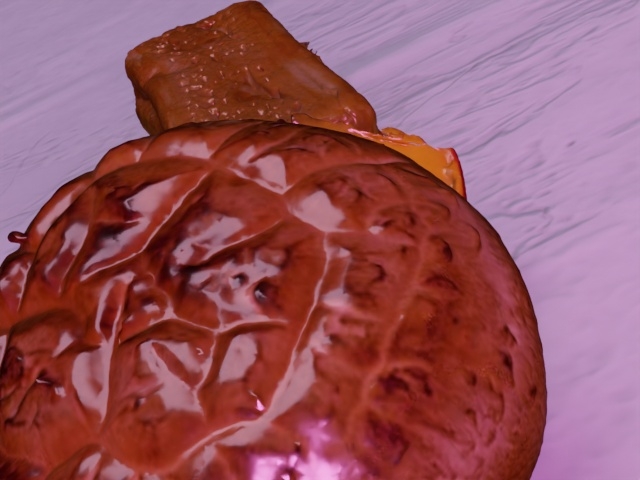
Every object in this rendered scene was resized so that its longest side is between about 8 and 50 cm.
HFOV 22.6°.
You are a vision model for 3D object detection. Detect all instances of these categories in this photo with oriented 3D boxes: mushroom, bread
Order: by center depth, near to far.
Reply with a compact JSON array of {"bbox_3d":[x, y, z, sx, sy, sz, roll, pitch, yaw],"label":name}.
[{"bbox_3d":[-0.039,0.067,0.625,0.253,0.153,0.253,-16,52,22],"label":"mushroom"},{"bbox_3d":[-0.046,-0.086,1.052,0.139,0.077,0.271,-24,26,-8],"label":"bread"}]

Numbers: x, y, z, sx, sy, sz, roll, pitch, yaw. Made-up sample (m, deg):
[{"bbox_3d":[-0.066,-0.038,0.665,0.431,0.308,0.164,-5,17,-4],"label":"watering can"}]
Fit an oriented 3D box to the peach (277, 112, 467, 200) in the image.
[{"bbox_3d":[0.003,0.006,0.781,0.151,0.118,0.151,-40,-6,-5],"label":"peach"}]
